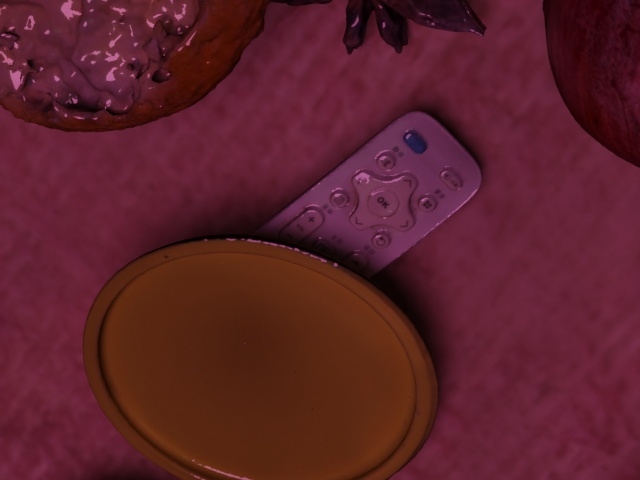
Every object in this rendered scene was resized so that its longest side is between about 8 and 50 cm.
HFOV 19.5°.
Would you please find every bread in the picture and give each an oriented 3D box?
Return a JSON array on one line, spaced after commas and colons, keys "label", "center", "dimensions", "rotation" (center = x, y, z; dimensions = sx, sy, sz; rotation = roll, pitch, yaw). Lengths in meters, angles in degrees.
[{"label": "bread", "center": [-0.137, -0.200, 1.091], "dimensions": [0.274, 0.149, 0.274], "rotation": [9, 115, 19]}]

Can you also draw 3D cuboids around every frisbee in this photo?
[{"label": "frisbee", "center": [-0.040, 0.086, 1.209], "dimensions": [0.236, 0.017, 0.236], "rotation": [7, 130, 8]}]

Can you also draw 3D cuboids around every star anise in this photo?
[{"label": "star anise", "center": [0.043, -0.156, 1.104], "dimensions": [0.129, 0.056, 0.124], "rotation": [32, 127, 5]}]

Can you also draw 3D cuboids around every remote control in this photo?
[{"label": "remote control", "center": [0.000, 0.000, 1.186], "dimensions": [0.229, 0.044, 0.073], "rotation": [-39, 108, 22]}]

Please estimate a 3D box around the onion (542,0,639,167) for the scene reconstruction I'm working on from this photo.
[{"label": "onion", "center": [0.236, -0.154, 1.019], "dimensions": [0.227, 0.120, 0.283], "rotation": [6, 112, 8]}]
